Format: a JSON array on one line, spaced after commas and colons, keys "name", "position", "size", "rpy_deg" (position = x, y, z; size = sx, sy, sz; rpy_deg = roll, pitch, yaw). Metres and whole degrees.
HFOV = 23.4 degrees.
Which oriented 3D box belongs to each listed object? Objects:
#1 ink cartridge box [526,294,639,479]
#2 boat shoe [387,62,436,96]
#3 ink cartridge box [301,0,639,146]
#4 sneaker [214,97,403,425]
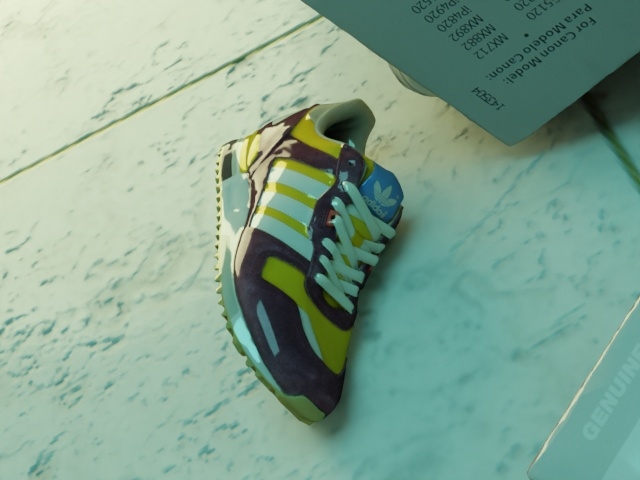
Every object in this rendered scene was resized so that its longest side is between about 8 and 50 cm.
[{"name": "ink cartridge box", "position": [0.254, 0.025, 0.509], "size": [0.261, 0.066, 0.296], "rpy_deg": [29, 83, 43]}, {"name": "boat shoe", "position": [0.049, -0.142, 0.839], "size": [0.063, 0.066, 0.184], "rpy_deg": [-28, 45, 35]}, {"name": "ink cartridge box", "position": [0.096, -0.217, 0.782], "size": [0.130, 0.272, 0.309], "rpy_deg": [-35, 34, 39]}, {"name": "sneaker", "position": [0.000, 0.000, 0.727], "size": [0.084, 0.069, 0.185], "rpy_deg": [-26, 44, 15]}]
